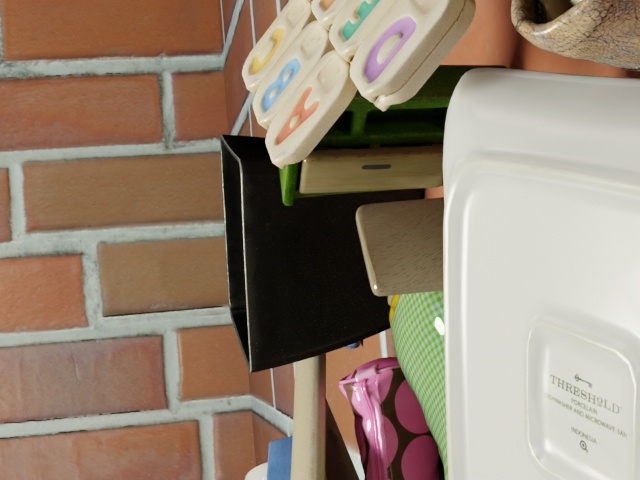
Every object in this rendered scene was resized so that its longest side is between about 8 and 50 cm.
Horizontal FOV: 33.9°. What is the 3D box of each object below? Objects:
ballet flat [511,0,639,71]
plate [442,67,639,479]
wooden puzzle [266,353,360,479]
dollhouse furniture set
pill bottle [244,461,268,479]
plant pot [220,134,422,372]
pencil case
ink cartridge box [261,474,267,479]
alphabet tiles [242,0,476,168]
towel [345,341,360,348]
[{"bbox_3d":[0.121,-0.209,0.373,0.107,0.106,0.316,-112,20,-62],"label":"ballet flat"},{"bbox_3d":[0.125,0.070,0.442,0.277,0.045,0.278,20,116,61],"label":"plate"},{"bbox_3d":[0.005,0.318,0.973,0.322,0.081,0.347,-88,-15,-60],"label":"wooden puzzle"},{"bbox_3d":[0.053,0.050,0.738,0.301,0.151,0.197,98,164,-52],"label":"dollhouse furniture set"},{"bbox_3d":[-0.054,0.460,1.617,0.121,0.121,0.221,97,165,-49],"label":"pill bottle"},{"bbox_3d":[0.000,0.000,0.981,0.188,0.167,0.187,-132,39,-73],"label":"plant pot"},{"bbox_3d":[0.065,0.206,0.910,0.095,0.098,0.209,-15,78,36],"label":"pencil case"},{"bbox_3d":[0.003,0.452,1.299,0.283,0.117,0.207,-106,15,-47],"label":"ink cartridge box"},{"bbox_3d":[0.044,-0.180,0.601,0.278,0.021,0.284,-50,27,17],"label":"alphabet tiles"},{"bbox_3d":[0.029,0.064,1.243,0.067,0.029,0.119,-135,42,-74],"label":"towel"}]
